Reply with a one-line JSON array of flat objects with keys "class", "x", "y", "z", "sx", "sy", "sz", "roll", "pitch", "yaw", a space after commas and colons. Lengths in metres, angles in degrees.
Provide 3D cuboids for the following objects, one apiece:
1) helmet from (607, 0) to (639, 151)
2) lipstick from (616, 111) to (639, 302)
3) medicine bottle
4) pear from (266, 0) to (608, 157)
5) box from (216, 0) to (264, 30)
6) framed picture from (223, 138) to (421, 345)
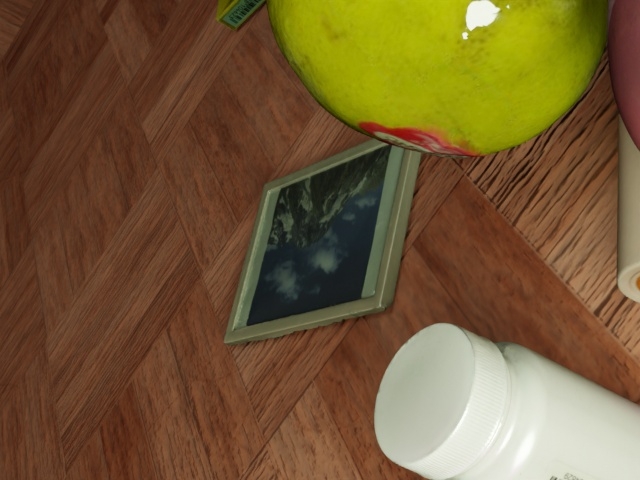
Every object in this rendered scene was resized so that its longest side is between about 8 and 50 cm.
[{"class": "helmet", "x": 0.257, "y": -0.114, "z": 0.712, "sx": 0.154, "sy": 0.198, "sz": 0.253, "roll": 163, "pitch": 120, "yaw": -67}, {"class": "lipstick", "x": 0.247, "y": -0.081, "z": 0.815, "sx": 0.070, "sy": 0.070, "sz": 0.255, "roll": -27, "pitch": 45, "yaw": 47}, {"class": "medicine bottle", "x": 0.131, "y": 0.125, "z": 0.713, "sx": 0.103, "sy": 0.186, "sz": 0.103, "roll": -38, "pitch": 38, "yaw": 38}, {"class": "pear", "x": 0.087, "y": -0.208, "z": 0.983, "sx": 0.287, "sy": 0.287, "sz": 0.375, "roll": -66, "pitch": 12, "yaw": -5}, {"class": "box", "x": -0.050, "y": -0.431, "z": 1.619, "sx": 0.279, "sy": 0.041, "sz": 0.153, "roll": -36, "pitch": 38, "yaw": 39}, {"class": "framed picture", "x": 0.000, "y": 0.000, "z": 1.203, "sx": 0.281, "sy": 0.019, "sz": 0.209, "roll": -20, "pitch": 50, "yaw": 51}]
